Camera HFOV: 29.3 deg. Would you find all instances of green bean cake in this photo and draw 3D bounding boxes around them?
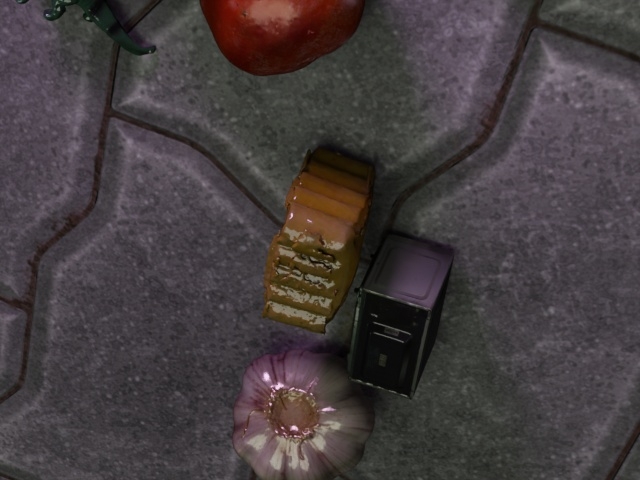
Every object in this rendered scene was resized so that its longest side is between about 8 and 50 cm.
[{"bbox_3d":[0.000,0.000,1.845,0.131,0.229,0.224,17,130,2],"label":"green bean cake"}]

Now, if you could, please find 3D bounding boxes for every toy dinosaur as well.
[{"bbox_3d":[-0.380,-0.369,1.830,0.120,0.079,0.292,-22,115,28],"label":"toy dinosaur"}]

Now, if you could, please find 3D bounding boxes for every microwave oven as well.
[{"bbox_3d":[0.118,0.118,1.922,0.129,0.163,0.205,17,131,12],"label":"microwave oven"}]

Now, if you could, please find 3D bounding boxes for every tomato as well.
[{"bbox_3d":[-0.057,-0.334,1.660,0.232,0.188,0.232,9,123,14],"label":"tomato"}]

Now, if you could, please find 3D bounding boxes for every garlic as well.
[{"bbox_3d":[-0.018,0.316,2.113,0.245,0.245,0.253,8,166,16],"label":"garlic"}]
